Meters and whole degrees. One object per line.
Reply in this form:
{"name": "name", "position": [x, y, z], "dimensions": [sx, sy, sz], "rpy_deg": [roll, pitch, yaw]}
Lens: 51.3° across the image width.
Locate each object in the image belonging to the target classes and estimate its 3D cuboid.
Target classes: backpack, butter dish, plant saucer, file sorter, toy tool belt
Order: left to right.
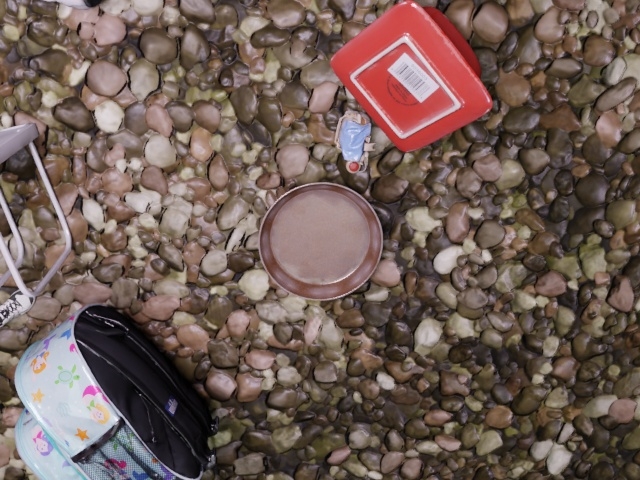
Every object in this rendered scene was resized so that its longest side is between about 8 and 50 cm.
{"name": "file sorter", "position": [-0.476, -0.008, 0.798], "dimensions": [0.277, 0.193, 0.173], "rpy_deg": [-13, 112, 2]}
{"name": "backpack", "position": [-0.276, 0.216, 0.866], "dimensions": [0.191, 0.225, 0.254], "rpy_deg": [-32, 103, 3]}
{"name": "plant saucer", "position": [0.000, 0.000, 0.907], "dimensions": [0.168, 0.029, 0.169], "rpy_deg": [-1, 108, -3]}
{"name": "toy tool belt", "position": [0.045, -0.123, 0.854], "dimensions": [0.052, 0.051, 0.083], "rpy_deg": [2, 109, -3]}
{"name": "butter dish", "position": [0.122, -0.212, 0.802], "dimensions": [0.160, 0.118, 0.159], "rpy_deg": [47, 145, -15]}

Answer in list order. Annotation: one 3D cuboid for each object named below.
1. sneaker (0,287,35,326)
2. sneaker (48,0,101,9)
{"name": "sneaker", "position": [-0.428, 0.098, 0.915], "dimensions": [0.083, 0.037, 0.032], "rpy_deg": [-38, 105, 8]}
{"name": "sneaker", "position": [-0.303, -0.407, 0.719], "dimensions": [0.118, 0.110, 0.292], "rpy_deg": [7, 108, 4]}
